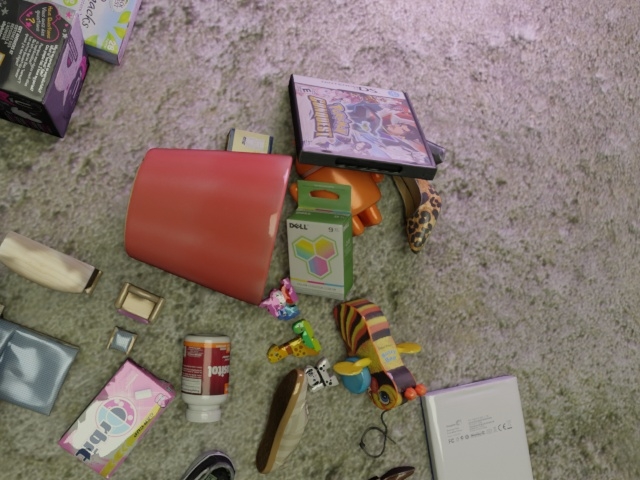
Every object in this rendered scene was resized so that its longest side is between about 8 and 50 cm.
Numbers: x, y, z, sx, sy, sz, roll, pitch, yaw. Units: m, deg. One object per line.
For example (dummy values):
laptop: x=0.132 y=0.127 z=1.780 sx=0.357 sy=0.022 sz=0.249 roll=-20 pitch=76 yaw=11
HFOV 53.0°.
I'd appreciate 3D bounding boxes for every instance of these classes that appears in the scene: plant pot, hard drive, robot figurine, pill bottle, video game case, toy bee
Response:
plant pot: x=-0.194 y=-0.039 z=1.116 sx=0.243 sy=0.275 sz=0.274 roll=12 pitch=83 yaw=-5
hard drive: x=0.330 y=0.456 z=1.320 sx=0.210 sy=0.040 sz=0.318 roll=-8 pitch=88 yaw=-15
robot figurine: x=0.032 y=-0.113 z=1.238 sx=0.158 sy=0.128 sz=0.219 roll=-27 pitch=94 yaw=23
pill bottle: x=-0.209 y=0.248 z=1.168 sx=0.086 sy=0.086 sz=0.151 roll=3 pitch=86 yaw=-15
video game case: x=0.071 y=-0.219 z=1.210 sx=0.249 sy=0.035 sz=0.274 roll=6 pitch=40 yaw=-13
toy bee: x=0.130 y=0.249 z=1.216 sx=0.195 sy=0.162 sz=0.298 roll=-37 pitch=101 yaw=-37

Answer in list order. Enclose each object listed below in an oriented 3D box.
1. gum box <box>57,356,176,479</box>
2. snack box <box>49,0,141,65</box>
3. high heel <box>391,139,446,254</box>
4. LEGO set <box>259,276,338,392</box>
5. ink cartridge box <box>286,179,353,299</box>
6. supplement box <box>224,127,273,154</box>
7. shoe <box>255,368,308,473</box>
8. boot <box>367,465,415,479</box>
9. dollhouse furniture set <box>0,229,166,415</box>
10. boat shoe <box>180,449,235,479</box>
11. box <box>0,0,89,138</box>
gum box: x=-0.354 y=0.307 z=1.135 sx=0.107 sy=0.062 sz=0.188 roll=40 pitch=77 yaw=-9
snack box: x=-0.422 y=-0.451 z=1.172 sx=0.175 sy=0.070 sz=0.207 roll=18 pitch=82 yaw=-13
high heel: x=0.150 y=-0.111 z=1.281 sx=0.186 sy=0.093 sz=0.261 roll=21 pitch=64 yaw=-19
LEGO set: x=-0.063 y=0.187 z=1.215 sx=0.093 sy=0.087 sz=0.227 roll=-27 pitch=99 yaw=-12
ink cartridge box: x=0.000 y=0.000 z=1.188 sx=0.109 sy=0.062 sz=0.209 roll=8 pitch=116 yaw=19
supplement box: x=-0.141 y=-0.163 z=1.232 sx=0.083 sy=0.056 sz=0.083 roll=10 pitch=83 yaw=-14
shoe: x=-0.061 y=0.336 z=1.192 sx=0.058 sy=0.076 sz=0.218 roll=14 pitch=106 yaw=-23
boot: x=0.153 y=0.515 z=1.269 sx=0.107 sy=0.037 sz=0.114 roll=-18 pitch=87 yaw=-3
dollhouse furniture set: x=-0.450 y=0.176 z=1.051 sx=0.287 sy=0.198 sz=0.303 roll=26 pitch=80 yaw=-12
boat shoe: x=-0.249 y=0.520 z=1.126 sx=0.113 sy=0.105 sz=0.306 roll=42 pitch=77 yaw=-9
box: x=-0.476 y=-0.286 z=1.052 sx=0.142 sy=0.247 sz=0.163 roll=19 pitch=81 yaw=-15
